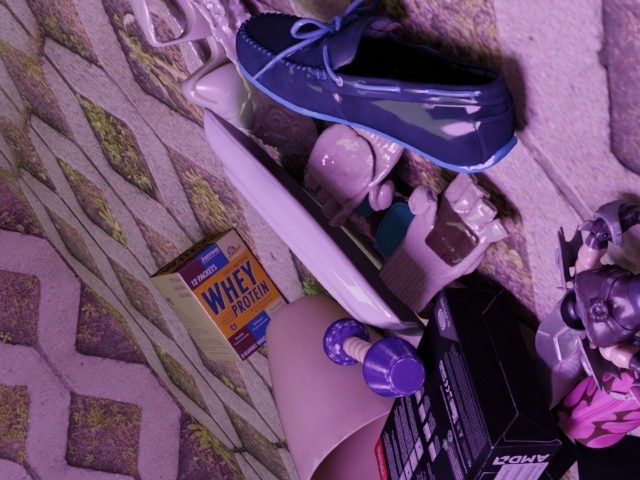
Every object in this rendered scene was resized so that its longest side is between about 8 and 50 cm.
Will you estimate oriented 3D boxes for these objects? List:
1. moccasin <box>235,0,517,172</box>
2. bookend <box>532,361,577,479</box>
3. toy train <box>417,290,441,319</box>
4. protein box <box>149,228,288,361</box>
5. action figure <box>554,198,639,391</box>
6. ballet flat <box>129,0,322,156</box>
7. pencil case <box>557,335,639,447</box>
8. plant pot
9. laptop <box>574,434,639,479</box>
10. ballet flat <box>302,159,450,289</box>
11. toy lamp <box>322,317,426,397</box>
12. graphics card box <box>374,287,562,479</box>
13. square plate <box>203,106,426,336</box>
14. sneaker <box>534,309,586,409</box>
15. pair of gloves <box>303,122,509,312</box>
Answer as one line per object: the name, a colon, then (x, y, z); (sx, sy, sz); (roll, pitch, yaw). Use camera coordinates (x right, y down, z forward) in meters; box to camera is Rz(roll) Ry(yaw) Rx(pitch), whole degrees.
moccasin: (0.058, -0.190, 1.056); (0.342, 0.137, 0.116); (22, 142, 24)
bookend: (0.282, 0.257, 1.337); (0.157, 0.072, 0.156); (48, 156, 5)
toy train: (0.155, 0.075, 1.333); (0.166, 0.046, 0.125); (37, 153, 31)
protein box: (-0.186, 0.105, 1.886); (0.201, 0.136, 0.200); (55, 157, -10)
action figure: (0.317, 0.050, 0.915); (0.285, 0.099, 0.185); (-16, 100, 58)
ballet flat: (-0.150, -0.259, 1.296); (0.147, 0.147, 0.408); (5, 131, 59)
pencil case: (0.328, 0.167, 1.088); (0.095, 0.098, 0.209); (46, 157, 12)
plant pot: (0.029, 0.225, 1.583); (0.274, 0.257, 0.256); (57, 163, 34)
laptop: (0.456, 0.358, 1.244); (0.264, 0.136, 0.234); (32, 165, -23)
ballet flat: (0.083, -0.033, 1.273); (0.241, 0.077, 0.091); (43, 112, 12)
toy lamp: (0.072, 0.153, 1.335); (0.080, 0.080, 0.275); (56, 172, -11)
graphics card box: (0.169, 0.261, 1.280); (0.370, 0.094, 0.232); (104, 161, -45)
square plate: (0.000, 0.000, 1.306); (0.347, 0.049, 0.344); (48, -176, 15)
sneaker: (0.284, 0.132, 1.183); (0.054, 0.061, 0.152); (43, 137, 37)
pair of gloves: (0.089, -0.047, 1.177); (0.240, 0.042, 0.204); (51, 131, 6)
